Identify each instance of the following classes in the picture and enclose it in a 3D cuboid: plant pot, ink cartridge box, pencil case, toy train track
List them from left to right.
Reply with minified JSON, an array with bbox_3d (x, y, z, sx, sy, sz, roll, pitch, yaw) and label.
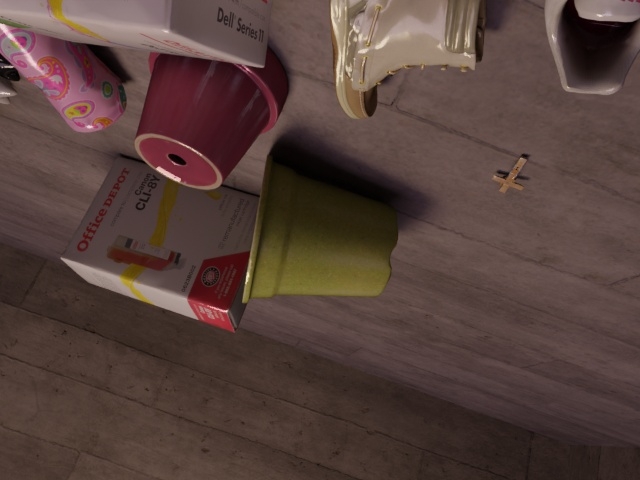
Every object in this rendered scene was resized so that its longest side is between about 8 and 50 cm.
[{"bbox_3d":[-0.407,-0.291,0.745,0.124,0.124,0.284,12,155,17],"label":"pencil case"},{"bbox_3d":[-0.183,-0.262,0.511,0.353,0.119,0.207,13,-166,16],"label":"ink cartridge box"},{"bbox_3d":[-0.329,0.005,1.133,0.384,0.279,0.160,17,156,6],"label":"ink cartridge box"},{"bbox_3d":[-0.168,-0.182,0.717,0.201,0.180,0.201,16,158,7],"label":"plant pot"},{"bbox_3d":[0.000,0.000,0.936,0.253,0.276,0.276,10,158,-8],"label":"plant pot"},{"bbox_3d":[0.292,-0.102,0.754,0.048,0.014,0.083,23,152,9],"label":"toy train track"}]

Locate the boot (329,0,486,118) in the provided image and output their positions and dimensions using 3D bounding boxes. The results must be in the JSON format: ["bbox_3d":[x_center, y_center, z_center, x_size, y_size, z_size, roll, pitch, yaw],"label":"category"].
[{"bbox_3d":[0.101,-0.213,0.574,0.165,0.077,0.213,11,153,14],"label":"boot"}]

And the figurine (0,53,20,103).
[{"bbox_3d":[-0.640,-0.331,0.881,0.209,0.092,0.214,29,157,-31],"label":"figurine"}]

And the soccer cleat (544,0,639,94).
[{"bbox_3d":[0.219,-0.241,0.329,0.116,0.143,0.331,9,155,23],"label":"soccer cleat"}]
